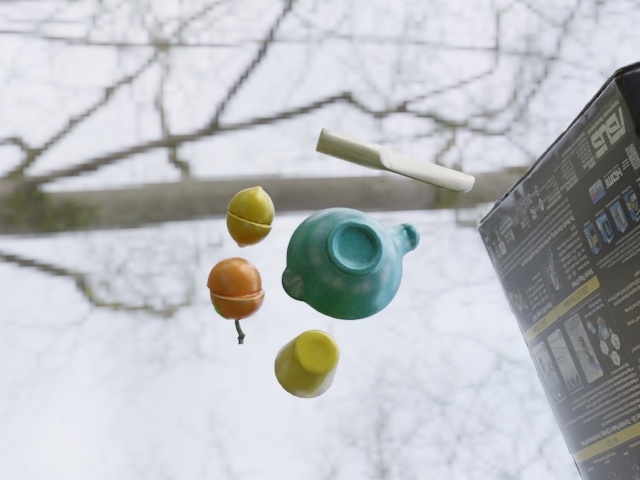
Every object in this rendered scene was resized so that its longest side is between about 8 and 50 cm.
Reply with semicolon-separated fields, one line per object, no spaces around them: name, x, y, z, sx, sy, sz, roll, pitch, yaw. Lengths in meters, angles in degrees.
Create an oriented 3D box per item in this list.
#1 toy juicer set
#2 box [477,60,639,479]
toy juicer set;0.000;0.000;2.202;0.209;0.329;0.089;36;-25;2
box;0.239;0.073;1.319;0.395;0.097;0.318;120;-49;-74
